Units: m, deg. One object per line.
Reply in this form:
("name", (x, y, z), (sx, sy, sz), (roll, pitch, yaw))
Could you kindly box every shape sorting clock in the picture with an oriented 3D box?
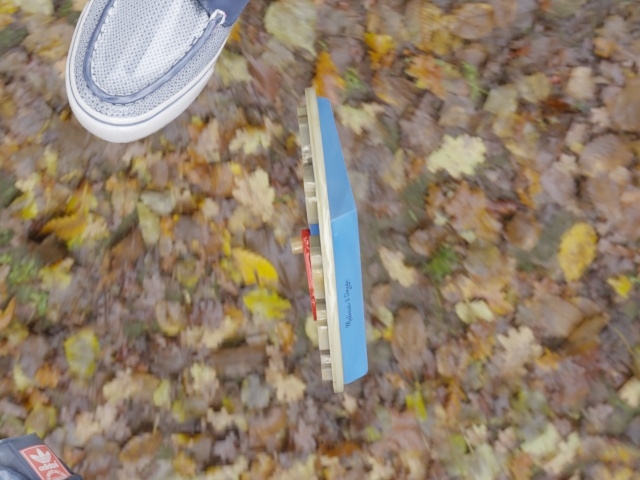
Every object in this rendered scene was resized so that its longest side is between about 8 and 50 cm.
("shape sorting clock", (0.000, 0.000, 0.899), (0.040, 0.206, 0.206), (-8, 102, -3))

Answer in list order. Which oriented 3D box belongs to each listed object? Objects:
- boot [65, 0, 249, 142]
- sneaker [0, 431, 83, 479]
("boot", (-0.057, -0.138, 0.602), (0.069, 0.086, 0.190), (28, 72, 2))
("sneaker", (-0.234, 0.250, 1.190), (0.350, 0.131, 0.148), (1, 88, 27))
